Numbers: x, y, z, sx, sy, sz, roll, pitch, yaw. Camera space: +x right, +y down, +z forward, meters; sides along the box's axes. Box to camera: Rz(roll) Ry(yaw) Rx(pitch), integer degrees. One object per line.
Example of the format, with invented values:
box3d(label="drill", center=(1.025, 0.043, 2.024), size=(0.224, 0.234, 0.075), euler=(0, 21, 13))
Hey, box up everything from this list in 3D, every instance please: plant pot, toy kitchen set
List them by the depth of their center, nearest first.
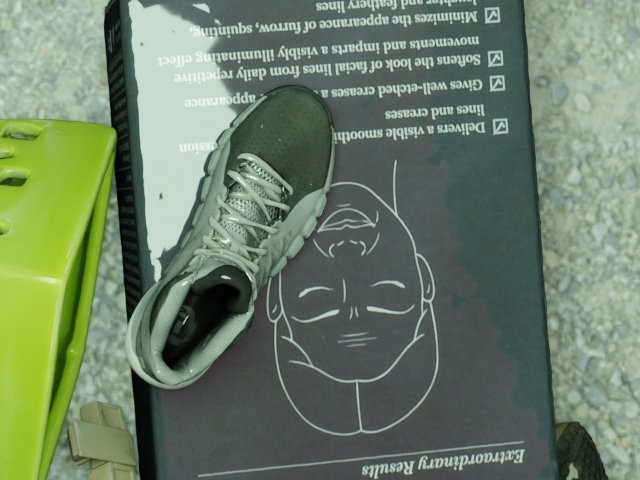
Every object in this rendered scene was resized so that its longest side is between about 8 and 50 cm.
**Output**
box3d(label="plant pot", center=(-0.274, 0.042, 1.269), size=(0.207, 0.227, 0.228), euler=(10, 121, -3))
box3d(label="toy kitchen set", center=(-0.195, 0.176, 1.392), size=(0.075, 0.068, 0.083), euler=(-26, 64, 25))

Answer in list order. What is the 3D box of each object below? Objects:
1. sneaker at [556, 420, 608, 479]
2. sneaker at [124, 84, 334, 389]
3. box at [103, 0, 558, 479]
box3d(label="sneaker", center=(0.093, 0.304, 1.404), size=(0.410, 0.182, 0.158), euler=(-57, 134, -27))
box3d(label="sneaker", center=(-0.048, 0.002, 1.166), size=(0.086, 0.132, 0.228), euler=(28, 87, -9))
box3d(label="box", center=(0.000, 0.000, 1.348), size=(0.294, 0.212, 0.395), euler=(-4, 91, -10))
